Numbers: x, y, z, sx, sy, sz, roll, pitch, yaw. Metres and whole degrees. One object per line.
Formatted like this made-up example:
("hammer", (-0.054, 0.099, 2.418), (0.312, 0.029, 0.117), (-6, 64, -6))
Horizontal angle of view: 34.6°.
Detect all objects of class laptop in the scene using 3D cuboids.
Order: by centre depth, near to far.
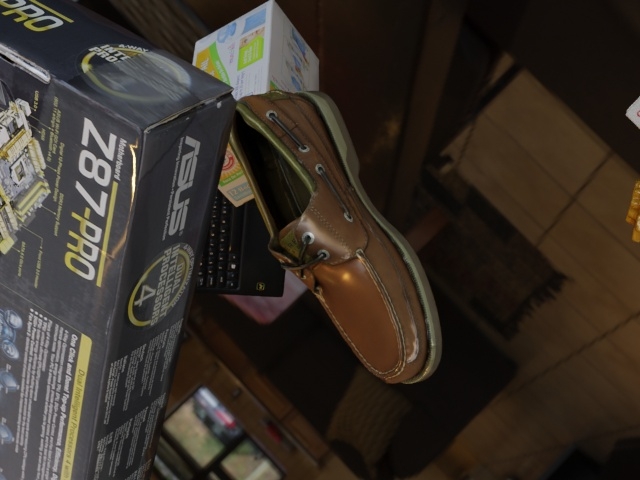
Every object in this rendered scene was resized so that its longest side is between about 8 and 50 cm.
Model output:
("laptop", (-0.162, -0.016, 1.319), (0.136, 0.264, 0.234), (-108, 24, -68))

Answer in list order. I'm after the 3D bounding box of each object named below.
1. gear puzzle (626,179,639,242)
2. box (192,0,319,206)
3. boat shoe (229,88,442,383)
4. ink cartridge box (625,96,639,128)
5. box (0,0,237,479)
("gear puzzle", (0.390, -0.160, 1.181), (0.044, 0.339, 0.175), (13, 170, 13))
("box", (-0.073, -0.154, 1.135), (0.103, 0.114, 0.203), (49, -154, -36))
("boat shoe", (0.000, 0.000, 0.944), (0.111, 0.104, 0.307), (-46, 63, 40))
("ink cartridge box", (0.597, -0.189, 1.632), (0.175, 0.127, 0.072), (50, -148, 15))
("box", (-0.243, 0.007, 0.722), (0.318, 0.097, 0.395), (31, 126, 21))
